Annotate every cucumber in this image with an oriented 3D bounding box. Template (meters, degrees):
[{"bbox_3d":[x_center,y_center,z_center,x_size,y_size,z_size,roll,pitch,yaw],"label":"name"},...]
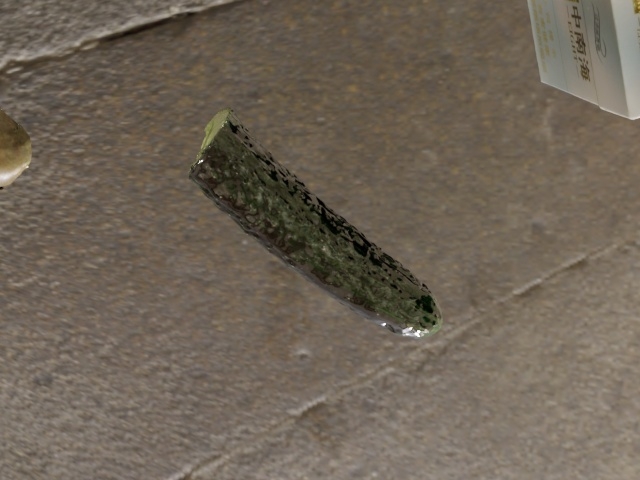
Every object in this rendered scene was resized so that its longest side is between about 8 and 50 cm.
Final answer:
[{"bbox_3d":[0.000,0.000,0.792,0.214,0.052,0.058,40,83,-15],"label":"cucumber"}]

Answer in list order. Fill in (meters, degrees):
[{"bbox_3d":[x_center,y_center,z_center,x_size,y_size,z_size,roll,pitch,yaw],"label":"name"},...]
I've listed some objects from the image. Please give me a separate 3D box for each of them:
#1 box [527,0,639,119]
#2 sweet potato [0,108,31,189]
[{"bbox_3d":[0.263,-0.213,1.109,0.067,0.243,0.155,-16,106,-4],"label":"box"},{"bbox_3d":[-0.220,-0.038,0.635,0.085,0.286,0.112,-43,111,8],"label":"sweet potato"}]
